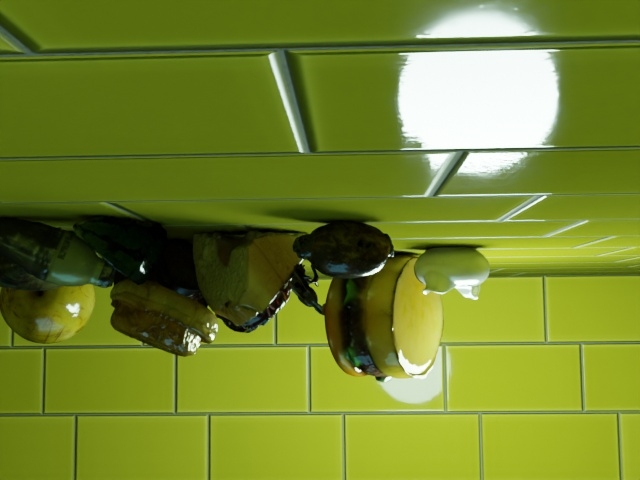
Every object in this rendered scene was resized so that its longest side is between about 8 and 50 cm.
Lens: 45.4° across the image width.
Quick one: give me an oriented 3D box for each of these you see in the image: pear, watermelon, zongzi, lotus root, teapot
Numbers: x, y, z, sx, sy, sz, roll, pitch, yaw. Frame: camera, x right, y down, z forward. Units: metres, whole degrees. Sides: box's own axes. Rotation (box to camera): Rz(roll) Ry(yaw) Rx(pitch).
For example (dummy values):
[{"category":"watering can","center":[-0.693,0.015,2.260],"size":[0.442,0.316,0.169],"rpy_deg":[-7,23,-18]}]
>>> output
[{"category":"pear","center":[-0.806,0.173,2.262],"size":[0.281,0.280,0.281],"rpy_deg":[-1,175,0]},{"category":"watermelon","center":[-0.370,0.010,1.458],"size":[0.129,0.123,0.301],"rpy_deg":[21,175,7]},{"category":"zongzi","center":[-0.675,0.063,1.846],"size":[0.242,0.112,0.221],"rpy_deg":[-7,170,42]},{"category":"lotus root","center":[0.046,0.019,1.466],"size":[0.210,0.120,0.120],"rpy_deg":[1,174,-21]},{"category":"teapot","center":[0.367,0.090,2.106],"size":[0.204,0.139,0.298],"rpy_deg":[-9,170,42]}]

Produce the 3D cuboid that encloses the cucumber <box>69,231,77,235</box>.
[{"category":"cucumber","center":[-0.557,0.004,1.594],"size":[0.105,0.048,0.048],"rpy_deg":[1,175,6]}]

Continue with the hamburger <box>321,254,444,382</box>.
[{"category":"hamburger","center":[0.176,0.216,2.304],"size":[0.278,0.395,0.396],"rpy_deg":[-3,174,31]}]

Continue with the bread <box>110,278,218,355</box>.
[{"category":"bread","center":[-0.329,0.161,1.595],"size":[0.236,0.120,0.198],"rpy_deg":[24,163,-13]}]

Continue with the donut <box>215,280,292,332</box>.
[{"category":"donut","center":[-0.175,0.104,1.846],"size":[0.235,0.235,0.089],"rpy_deg":[-5,149,41]}]

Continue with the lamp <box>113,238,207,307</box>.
[{"category":"lamp","center":[-0.373,0.111,1.797],"size":[0.247,0.246,0.247],"rpy_deg":[-1,175,0]}]

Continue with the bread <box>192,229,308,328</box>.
[{"category":"bread","center":[-0.139,0.087,1.637],"size":[0.224,0.211,0.184],"rpy_deg":[11,161,-40]}]

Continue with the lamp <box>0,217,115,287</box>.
[{"category":"lamp","center":[-0.489,0.024,1.379],"size":[0.250,0.101,0.101],"rpy_deg":[22,167,-18]}]

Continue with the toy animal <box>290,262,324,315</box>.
[{"category":"toy animal","center":[-0.067,0.130,2.342],"size":[0.087,0.243,0.260],"rpy_deg":[-29,140,9]}]
